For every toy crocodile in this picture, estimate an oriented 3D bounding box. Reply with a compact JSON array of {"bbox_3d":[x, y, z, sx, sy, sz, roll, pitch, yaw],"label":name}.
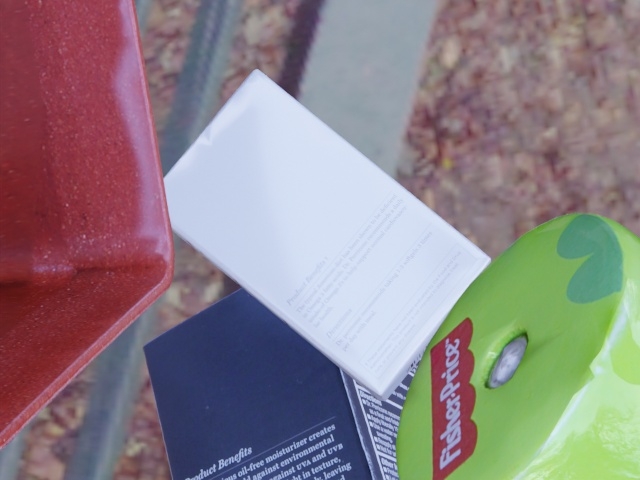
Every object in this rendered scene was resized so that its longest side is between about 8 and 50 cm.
[{"bbox_3d":[0.036,0.105,0.369,0.115,0.105,0.340,32,91,-19],"label":"toy crocodile"}]

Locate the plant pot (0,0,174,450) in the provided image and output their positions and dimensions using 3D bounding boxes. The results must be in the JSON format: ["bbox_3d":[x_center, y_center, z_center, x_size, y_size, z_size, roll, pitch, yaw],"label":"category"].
[{"bbox_3d":[-0.215,-0.072,0.619,0.236,0.267,0.267,-5,102,11],"label":"plant pot"}]

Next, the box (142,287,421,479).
[{"bbox_3d":[0.032,0.212,1.430,0.296,0.183,0.294,34,33,-50],"label":"box"}]

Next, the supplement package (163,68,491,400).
[{"bbox_3d":[0.000,0.000,1.057,0.179,0.105,0.105,40,87,7],"label":"supplement package"}]
